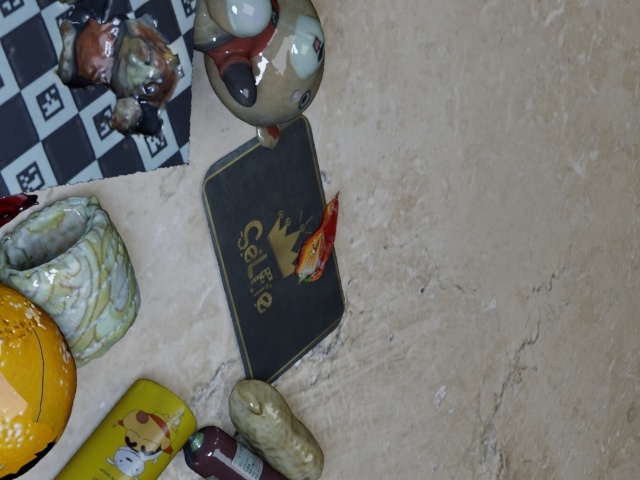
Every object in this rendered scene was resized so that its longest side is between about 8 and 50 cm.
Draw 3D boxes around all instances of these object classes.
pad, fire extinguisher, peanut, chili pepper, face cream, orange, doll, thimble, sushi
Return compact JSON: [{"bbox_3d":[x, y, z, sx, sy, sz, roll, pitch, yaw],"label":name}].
[{"bbox_3d":[-0.060,0.038,1.806,0.315,0.063,0.375,-38,127,-39],"label":"pad"},{"bbox_3d":[-0.128,0.322,1.753,0.071,0.099,0.231,-40,120,13],"label":"fire extinguisher"},{"bbox_3d":[-0.069,0.284,1.834,0.099,0.099,0.214,-56,133,-25],"label":"peanut"},{"bbox_3d":[0.000,0.000,1.828,0.027,0.045,0.178,53,43,-41],"label":"chili pepper"},{"bbox_3d":[-0.296,0.333,1.560,0.349,0.105,0.105,-51,135,-29],"label":"face cream"},{"bbox_3d":[-0.372,0.155,1.325,0.234,0.182,0.235,-9,114,-22],"label":"orange"},{"bbox_3d":[-0.094,-0.263,1.568,0.330,0.174,0.235,49,43,-63],"label":"doll"},{"bbox_3d":[-0.289,0.045,1.465,0.190,0.137,0.144,-53,137,-43],"label":"thimble"},{"bbox_3d":[-0.250,-0.207,1.316,0.292,0.059,0.294,-13,111,-53],"label":"sushi"}]

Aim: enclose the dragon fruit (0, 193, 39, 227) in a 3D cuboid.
[{"bbox_3d":[-0.452,0.036,1.167,0.100,0.282,0.343,54,19,-5],"label":"dragon fruit"}]
